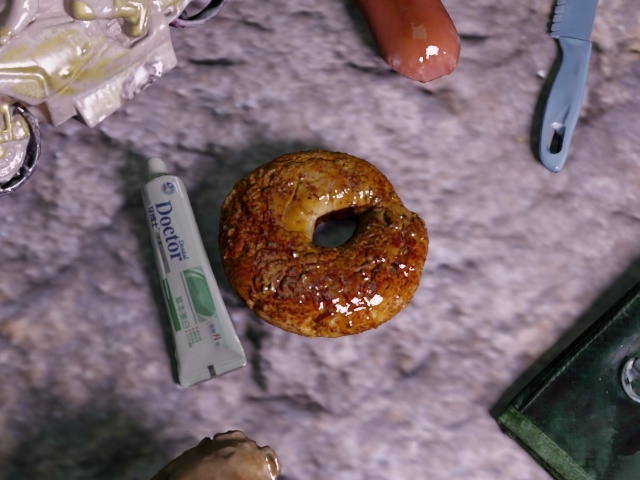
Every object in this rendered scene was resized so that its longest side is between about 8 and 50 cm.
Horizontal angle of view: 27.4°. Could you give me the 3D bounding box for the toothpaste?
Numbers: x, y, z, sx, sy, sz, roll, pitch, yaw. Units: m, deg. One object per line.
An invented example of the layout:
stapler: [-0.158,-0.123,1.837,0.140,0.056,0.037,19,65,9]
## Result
toothpaste: [-0.122,0.022,1.171,0.064,0.041,0.218,-20,68,6]

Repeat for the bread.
bread: [0.000,0.000,1.163,0.193,0.064,0.193,0,63,0]

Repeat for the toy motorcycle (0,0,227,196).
toy motorcycle: [-0.240,-0.209,1.194,0.341,0.223,0.108,-41,32,-13]

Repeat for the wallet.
wallet: [0.283,0.124,1.101,0.236,0.055,0.160,-40,63,-14]

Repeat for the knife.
knife: [0.244,-0.201,1.270,0.045,0.019,0.313,12,65,10]

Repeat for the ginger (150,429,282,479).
ginger: [-0.137,0.292,0.978,0.375,0.176,0.256,-14,81,-4]

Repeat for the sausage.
sausage: [0.071,-0.233,1.260,0.077,0.077,0.194,-22,65,-7]
